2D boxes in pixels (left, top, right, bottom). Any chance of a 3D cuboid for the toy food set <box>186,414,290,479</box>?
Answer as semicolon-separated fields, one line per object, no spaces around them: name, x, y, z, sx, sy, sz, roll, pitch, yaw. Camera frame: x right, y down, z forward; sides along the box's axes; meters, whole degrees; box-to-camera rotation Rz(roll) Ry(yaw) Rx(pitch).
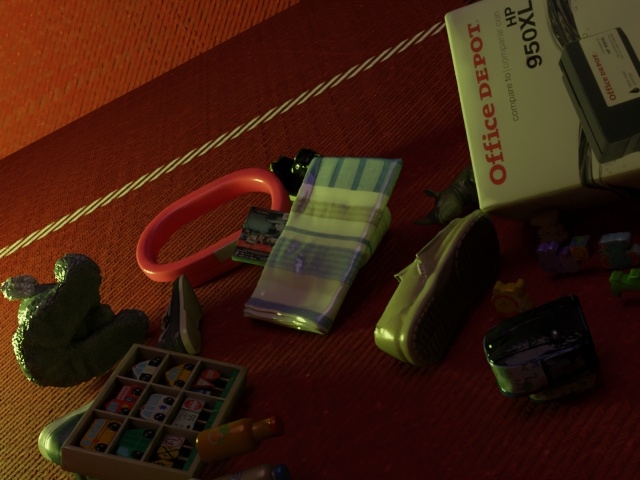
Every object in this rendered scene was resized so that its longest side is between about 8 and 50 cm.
toy food set;-0.096;0.296;1.310;0.104;0.111;0.232;-20;20;20

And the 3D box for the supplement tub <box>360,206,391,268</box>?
supplement tub;0.059;-0.011;1.826;0.071;0.071;0.107;-12;27;35

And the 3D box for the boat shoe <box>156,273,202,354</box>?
boat shoe;-0.229;0.120;1.885;0.065;0.075;0.206;-23;28;6

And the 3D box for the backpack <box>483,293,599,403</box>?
backpack;0.242;0.127;1.305;0.114;0.084;0.105;-19;24;11

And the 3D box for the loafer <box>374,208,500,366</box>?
loafer;0.148;0.054;1.547;0.092;0.102;0.268;-1;36;38

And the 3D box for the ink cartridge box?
ink cartridge box;0.385;-0.207;1.542;0.394;0.286;0.166;-15;-13;30

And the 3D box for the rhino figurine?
rhino figurine;0.245;-0.084;1.761;0.243;0.073;0.106;-31;27;0

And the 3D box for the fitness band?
fitness band;-0.188;-0.022;2.099;0.290;0.054;0.209;-26;37;8

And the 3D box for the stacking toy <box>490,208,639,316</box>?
stacking toy;0.333;0.020;1.476;0.221;0.052;0.167;-8;32;37

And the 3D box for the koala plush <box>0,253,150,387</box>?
koala plush;-0.435;0.130;1.967;0.203;0.196;0.221;-47;31;-15

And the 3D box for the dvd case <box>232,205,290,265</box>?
dvd case;-0.089;-0.006;1.977;0.087;0.013;0.119;10;49;7

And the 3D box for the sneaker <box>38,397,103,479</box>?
sneaker;-0.253;0.250;1.630;0.226;0.086;0.163;-36;28;-26

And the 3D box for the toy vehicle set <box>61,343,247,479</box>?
toy vehicle set;-0.207;0.226;1.541;0.165;0.035;0.267;11;25;7

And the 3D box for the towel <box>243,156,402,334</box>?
towel;0.000;0.000;1.768;0.209;0.034;0.285;9;70;54

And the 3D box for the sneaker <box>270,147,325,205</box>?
sneaker;-0.011;-0.113;2.084;0.234;0.097;0.084;-1;36;49
